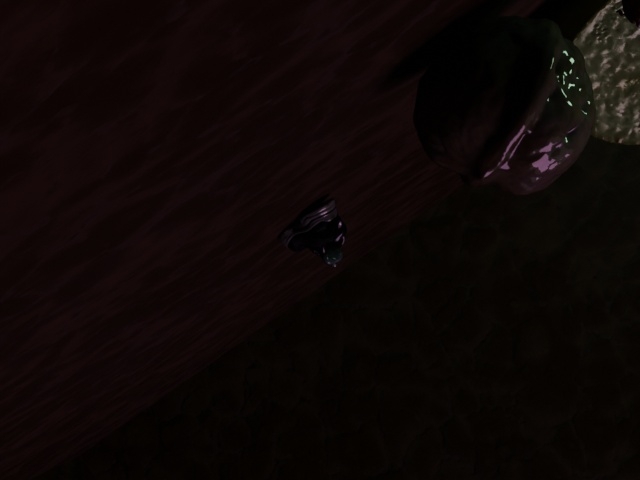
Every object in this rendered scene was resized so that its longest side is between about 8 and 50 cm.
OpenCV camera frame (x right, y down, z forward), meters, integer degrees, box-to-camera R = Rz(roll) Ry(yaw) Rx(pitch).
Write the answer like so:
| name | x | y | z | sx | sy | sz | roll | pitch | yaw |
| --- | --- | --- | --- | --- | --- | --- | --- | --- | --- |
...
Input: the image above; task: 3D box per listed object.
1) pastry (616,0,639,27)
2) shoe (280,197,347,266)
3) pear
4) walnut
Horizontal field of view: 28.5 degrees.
| name | x | y | z | sx | sy | sz | roll | pitch | yaw |
| --- | --- | --- | --- | --- | --- | --- | --- | --- | --- |
| pastry | 0.374 | -0.284 | 1.099 | 0.275 | 0.275 | 0.193 | -34 | -169 | -10 |
| shoe | 0.000 | 0.000 | 2.109 | 0.071 | 0.099 | 0.169 | -34 | 175 | -31 |
| pear | 0.426 | -0.264 | 1.755 | 0.292 | 0.292 | 0.159 | -37 | -154 | 22 |
| walnut | 0.220 | -0.159 | 1.500 | 0.224 | 0.224 | 0.224 | -34 | 174 | -4 |
